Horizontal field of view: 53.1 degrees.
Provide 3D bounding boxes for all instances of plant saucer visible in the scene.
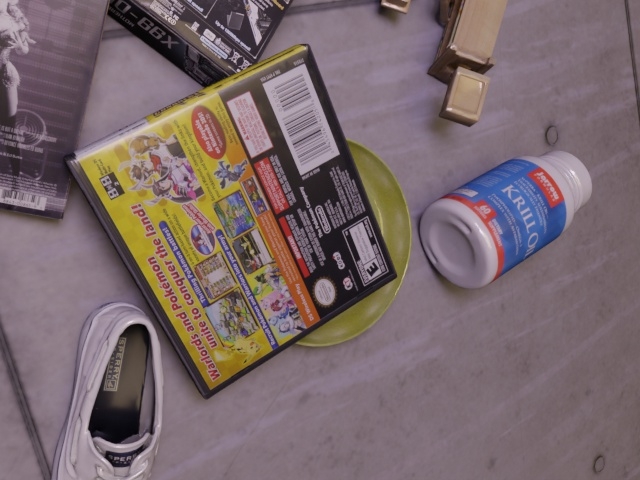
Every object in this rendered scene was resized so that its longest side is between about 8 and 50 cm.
[{"bbox_3d":[0.000,0.000,0.739,0.241,0.037,0.240,-2,94,-30],"label":"plant saucer"}]

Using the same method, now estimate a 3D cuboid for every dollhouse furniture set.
[{"bbox_3d":[0.127,-0.244,0.789,0.161,0.101,0.181,18,84,-6],"label":"dollhouse furniture set"}]

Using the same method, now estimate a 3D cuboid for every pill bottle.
[{"bbox_3d":[0.248,-0.037,0.836,0.222,0.124,0.124,-29,108,-26],"label":"pill bottle"}]

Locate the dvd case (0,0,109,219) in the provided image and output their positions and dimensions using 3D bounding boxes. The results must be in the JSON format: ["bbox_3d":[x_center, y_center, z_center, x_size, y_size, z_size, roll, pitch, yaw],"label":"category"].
[{"bbox_3d":[-0.279,-0.138,0.533,0.165,0.018,0.221,11,103,-24],"label":"dvd case"}]

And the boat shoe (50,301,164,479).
[{"bbox_3d":[-0.199,0.190,0.605,0.095,0.084,0.258,0,93,-31],"label":"boat shoe"}]

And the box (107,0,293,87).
[{"bbox_3d":[-0.148,-0.329,0.605,0.307,0.076,0.242,34,76,-28],"label":"box"}]

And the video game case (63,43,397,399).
[{"bbox_3d":[-0.070,-0.016,0.638,0.248,0.035,0.274,-31,115,-17],"label":"video game case"}]
